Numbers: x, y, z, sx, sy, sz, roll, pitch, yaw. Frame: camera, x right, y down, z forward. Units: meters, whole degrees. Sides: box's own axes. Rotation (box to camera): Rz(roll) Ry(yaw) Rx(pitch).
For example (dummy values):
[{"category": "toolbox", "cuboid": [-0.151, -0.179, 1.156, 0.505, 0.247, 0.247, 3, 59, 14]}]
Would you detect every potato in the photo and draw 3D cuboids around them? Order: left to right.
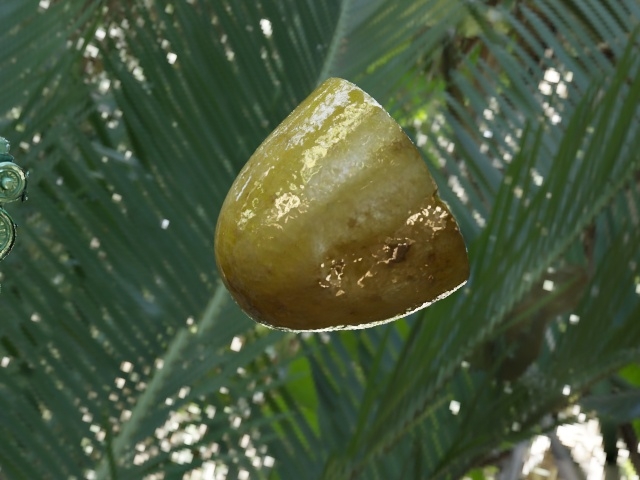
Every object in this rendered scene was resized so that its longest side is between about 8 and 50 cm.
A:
[{"category": "potato", "cuboid": [0.000, 0.000, 0.824, 0.178, 0.158, 0.203, 48, -8, 23]}]

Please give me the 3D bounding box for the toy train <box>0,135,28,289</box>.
[{"category": "toy train", "cuboid": [-0.334, -0.014, 0.999, 0.105, 0.178, 0.071, 8, 11, -40]}]
